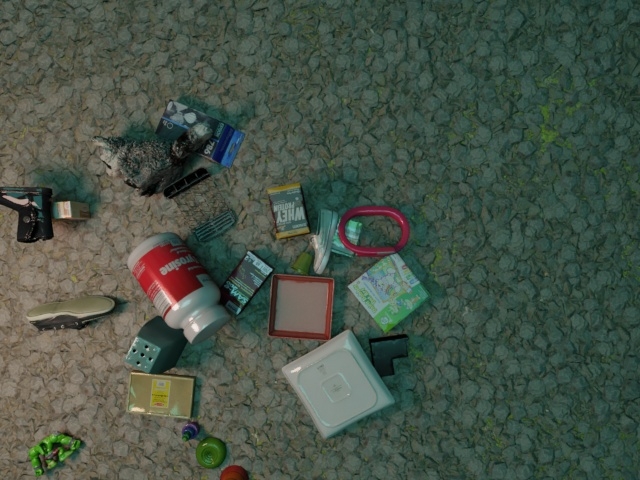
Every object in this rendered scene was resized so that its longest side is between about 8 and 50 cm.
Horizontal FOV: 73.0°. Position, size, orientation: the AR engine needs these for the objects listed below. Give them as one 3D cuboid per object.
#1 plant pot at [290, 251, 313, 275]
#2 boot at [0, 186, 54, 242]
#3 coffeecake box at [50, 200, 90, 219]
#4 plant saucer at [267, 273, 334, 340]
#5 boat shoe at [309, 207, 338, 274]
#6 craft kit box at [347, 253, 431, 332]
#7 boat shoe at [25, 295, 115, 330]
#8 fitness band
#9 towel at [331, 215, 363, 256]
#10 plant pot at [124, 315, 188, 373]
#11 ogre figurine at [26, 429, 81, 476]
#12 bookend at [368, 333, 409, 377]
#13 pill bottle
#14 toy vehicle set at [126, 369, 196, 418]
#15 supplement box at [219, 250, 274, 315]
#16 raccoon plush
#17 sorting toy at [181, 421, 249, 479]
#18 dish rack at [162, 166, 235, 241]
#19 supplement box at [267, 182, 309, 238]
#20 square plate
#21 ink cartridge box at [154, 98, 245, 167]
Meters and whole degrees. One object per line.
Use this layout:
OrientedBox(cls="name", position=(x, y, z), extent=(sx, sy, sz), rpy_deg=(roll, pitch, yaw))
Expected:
OrientedBox(cls="plant pot", position=(-0.069, 0.092, 1.774), extent=(0.083, 0.083, 0.079), rpy_deg=(27, 78, 1))
OrientedBox(cls="boot", position=(-1.134, -0.094, 1.626), extent=(0.246, 0.094, 0.207), rpy_deg=(-1, 85, -5))
OrientedBox(cls="coffeecake box", position=(-1.059, -0.114, 1.746), extent=(0.185, 0.142, 0.068), rpy_deg=(-5, 90, 1))
OrientedBox(cls="plant saucer", position=(-0.079, 0.273, 1.781), extent=(0.258, 0.048, 0.259), rpy_deg=(4, 90, 0))
OrientedBox(cls="boat shoe", position=(0.000, 0.000, 1.753), extent=(0.088, 0.096, 0.267), rpy_deg=(15, 87, -12))
OrientedBox(cls="craft kit box", position=(0.280, 0.206, 1.778), extent=(0.246, 0.061, 0.250), rpy_deg=(-39, 89, 2))
OrientedBox(cls="boat shoe", position=(-0.999, 0.312, 1.758), extent=(0.340, 0.127, 0.113), rpy_deg=(-9, 118, -7))
OrientedBox(cls="fitness band", position=(0.217, -0.038, 1.755), extent=(0.291, 0.054, 0.209), rpy_deg=(0, 68, -2))
OrientedBox(cls="towel", position=(0.103, -0.015, 1.796), extent=(0.113, 0.023, 0.152), rpy_deg=(17, 89, 0))
OrientedBox(cls="plant pot", position=(-0.646, 0.420, 1.689), extent=(0.166, 0.234, 0.165), rpy_deg=(27, 89, 0))
OrientedBox(cls="ogre figurine", position=(-1.091, 0.852, 1.755), extent=(0.197, 0.097, 0.118), rpy_deg=(-31, 101, 11))
OrientedBox(cls="bookend", position=(0.288, 0.473, 1.762), extent=(0.157, 0.072, 0.156), rpy_deg=(-9, 90, 0))
OrientedBox(cls="pill bottle", position=(-0.534, 0.184, 1.658), extent=(0.229, 0.229, 0.407), rpy_deg=(-41, 76, 0))
OrientedBox(cls="toy vehicle set", position=(-0.656, 0.634, 1.784), extent=(0.267, 0.035, 0.166), rpy_deg=(6, 89, 1))
OrientedBox(cls="supplement box", position=(-0.311, 0.173, 1.771), extent=(0.130, 0.073, 0.239), rpy_deg=(37, 91, 1))
OrientedBox(cls="raccoon plush", position=(-0.672, -0.386, 1.728), extent=(0.446, 0.216, 0.299), rpy_deg=(-39, 84, -4))
OrientedBox(cls="sorting toy", position=(-0.437, 0.896, 1.734), extent=(0.127, 0.126, 0.365), rpy_deg=(-40, 90, 0))
OrientedBox(cls="dish rack", position=(-0.489, -0.139, 1.778), extent=(0.208, 0.074, 0.271), rpy_deg=(-30, 89, 1))
OrientedBox(cls="supplement box", position=(-0.119, -0.111, 1.715), extent=(0.129, 0.191, 0.194), rpy_deg=(-11, 90, 0))
OrientedBox(cls="square plate", position=(0.063, 0.587, 1.738), extent=(0.347, 0.049, 0.344), rpy_deg=(-33, 88, 12))
OrientedBox(cls="ink cartridge box", position=(-0.498, -0.441, 1.789), extent=(0.333, 0.065, 0.165), rpy_deg=(22, 89, 0))
